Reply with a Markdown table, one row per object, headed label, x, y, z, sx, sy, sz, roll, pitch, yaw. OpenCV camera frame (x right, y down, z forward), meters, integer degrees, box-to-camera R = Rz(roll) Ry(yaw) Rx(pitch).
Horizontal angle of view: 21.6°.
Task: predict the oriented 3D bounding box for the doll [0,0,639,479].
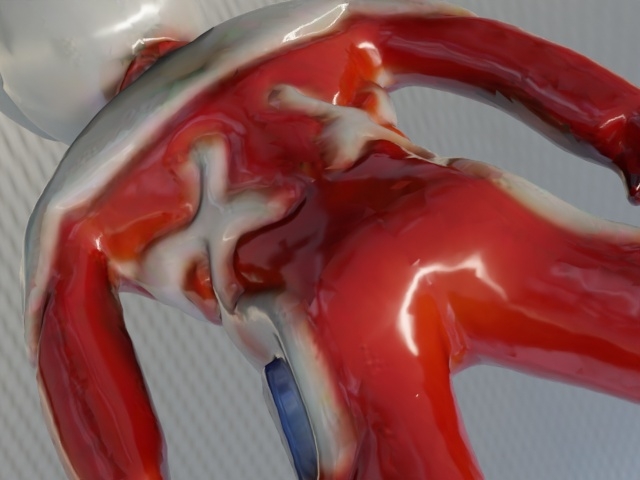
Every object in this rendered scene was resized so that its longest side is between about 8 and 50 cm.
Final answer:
| label | x | y | z | sx | sy | sz | roll | pitch | yaw |
| --- | --- | --- | --- | --- | --- | --- | --- | --- | --- |
| doll | 0.000 | 0.000 | 0.460 | 0.188 | 0.384 | 0.099 | -34 | 141 | -14 |
